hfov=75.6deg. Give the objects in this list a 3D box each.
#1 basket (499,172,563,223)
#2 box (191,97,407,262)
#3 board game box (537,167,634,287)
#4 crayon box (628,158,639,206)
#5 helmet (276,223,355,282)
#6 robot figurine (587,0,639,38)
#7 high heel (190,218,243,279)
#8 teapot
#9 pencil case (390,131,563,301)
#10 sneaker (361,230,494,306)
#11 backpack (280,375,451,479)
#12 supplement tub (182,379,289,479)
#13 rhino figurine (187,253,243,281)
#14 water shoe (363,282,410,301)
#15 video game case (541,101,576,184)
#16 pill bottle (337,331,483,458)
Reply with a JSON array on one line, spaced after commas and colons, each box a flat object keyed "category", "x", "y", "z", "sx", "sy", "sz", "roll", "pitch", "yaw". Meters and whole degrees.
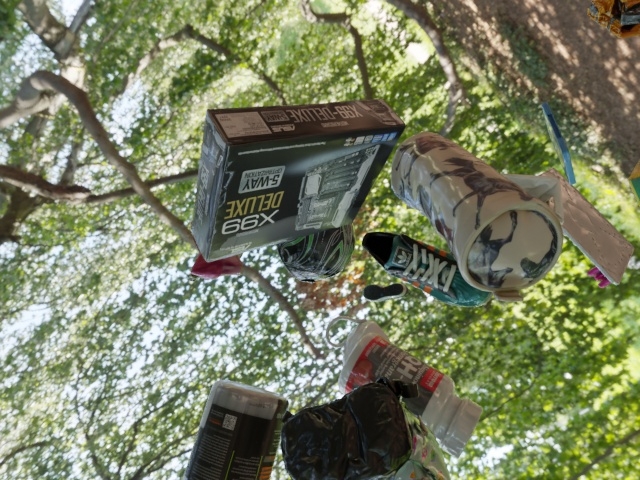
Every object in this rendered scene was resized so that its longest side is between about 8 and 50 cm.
[{"category": "basket", "x": 0.430, "y": -0.074, "z": 0.920, "sx": 0.103, "sy": 0.167, "sz": 0.114, "roll": 80, "pitch": -165, "yaw": -70}, {"category": "box", "x": -0.041, "y": -0.098, "z": 0.664, "sx": 0.307, "sy": 0.243, "sz": 0.077, "roll": -16, "pitch": -121, "yaw": -33}, {"category": "board game box", "x": 0.849, "y": -0.061, "z": 1.371, "sx": 0.389, "sy": 0.050, "sz": 0.390, "roll": -21, "pitch": -111, "yaw": -45}, {"category": "crayon box", "x": 0.641, "y": 0.016, "z": 0.667, "sx": 0.313, "sy": 0.106, "sz": 0.364, "roll": -25, "pitch": -89, "yaw": -46}, {"category": "helmet", "x": 0.000, "y": 0.000, "z": 0.927, "sx": 0.169, "sy": 0.161, "sz": 0.170, "roll": 36, "pitch": -144, "yaw": -32}, {"category": "robot figurine", "x": 0.665, "y": -0.477, "z": 0.786, "sx": 0.085, "sy": 0.290, "sz": 0.211, "roll": 64, "pitch": -167, "yaw": -47}, {"category": "high heel", "x": -0.279, "y": 0.009, "z": 0.944, "sx": 0.117, "sy": 0.082, "sz": 0.244, "roll": 4, "pitch": -147, "yaw": -43}, {"category": "teapot", "x": 0.151, "y": 0.397, "z": 1.362, "sx": 0.256, "sy": 0.186, "sz": 0.253, "roll": 52, "pitch": 170, "yaw": 54}, {"category": "pencil case", "x": 0.263, "y": -0.066, "z": 0.779, "sx": 0.410, "sy": 0.159, "sz": 0.184, "roll": -108, "pitch": 5, "yaw": -60}, {"category": "sneaker", "x": 0.208, "y": 0.055, "z": 0.871, "sx": 0.120, "sy": 0.108, "sz": 0.302, "roll": 16, "pitch": -174, "yaw": -43}, {"category": "backpack", "x": 0.060, "y": 0.238, "z": 0.426, "sx": 0.182, "sy": 0.151, "sz": 0.115, "roll": 51, "pitch": -152, "yaw": -32}, {"category": "supplement tub", "x": -0.121, "y": 0.301, "z": 0.569, "sx": 0.116, "sy": 0.116, "sz": 0.191, "roll": 30, "pitch": -113, "yaw": -36}, {"category": "rhino figurine", "x": -0.301, "y": 0.058, "z": 1.176, "sx": 0.073, "sy": 0.106, "sz": 0.243, "roll": 51, "pitch": -157, "yaw": 1}, {"category": "water shoe", "x": 0.266, "y": 0.218, "z": 1.669, "sx": 0.080, "sy": 0.203, "sz": 0.073, "roll": 27, "pitch": -116, "yaw": -42}, {"category": "video game case", "x": 0.551, "y": -0.225, "z": 0.955, "sx": 0.119, "sy": 0.015, "sz": 0.167, "roll": 41, "pitch": -140, "yaw": -42}, {"category": "pill bottle", "x": 0.217, "y": 0.377, "z": 1.012, "sx": 0.318, "sy": 0.177, "sz": 0.176, "roll": 27, "pitch": -168, "yaw": 26}]
